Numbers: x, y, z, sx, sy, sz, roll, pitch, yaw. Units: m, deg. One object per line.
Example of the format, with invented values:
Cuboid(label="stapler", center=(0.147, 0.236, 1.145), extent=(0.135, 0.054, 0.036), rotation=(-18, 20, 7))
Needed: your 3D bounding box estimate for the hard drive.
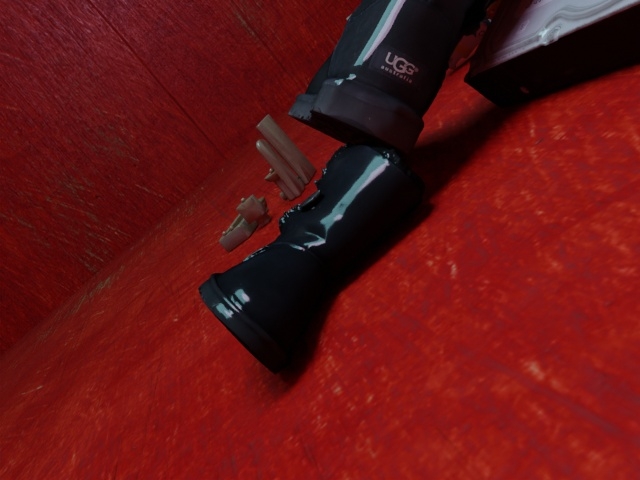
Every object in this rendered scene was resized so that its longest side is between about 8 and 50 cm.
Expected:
Cuboid(label="hard drive", center=(0.275, -0.257, 0.770), extent=(0.237, 0.064, 0.339), rotation=(-61, 16, -12))

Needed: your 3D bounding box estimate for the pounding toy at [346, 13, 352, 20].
Cuboid(label="pounding toy", center=(0.152, -0.385, 1.565), extent=(0.155, 0.154, 0.269), rotation=(-39, 12, 9))

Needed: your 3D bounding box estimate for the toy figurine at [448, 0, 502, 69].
Cuboid(label="toy figurine", center=(0.184, -0.384, 1.314), extent=(0.148, 0.213, 0.209), rotation=(-50, 5, 30))

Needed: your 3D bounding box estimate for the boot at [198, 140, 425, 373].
Cuboid(label="boot", center=(0.000, 0.000, 0.766), extent=(0.207, 0.094, 0.246), rotation=(-44, 5, 1))

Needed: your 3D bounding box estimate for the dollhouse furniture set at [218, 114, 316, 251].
Cuboid(label="dollhouse furniture set", center=(-0.116, -0.094, 1.415), extent=(0.151, 0.123, 0.144), rotation=(-35, 13, 26))

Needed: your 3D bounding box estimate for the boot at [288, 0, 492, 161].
Cuboid(label="boot", center=(0.131, -0.308, 0.947), extent=(0.445, 0.146, 0.367), rotation=(-65, 10, 2))
